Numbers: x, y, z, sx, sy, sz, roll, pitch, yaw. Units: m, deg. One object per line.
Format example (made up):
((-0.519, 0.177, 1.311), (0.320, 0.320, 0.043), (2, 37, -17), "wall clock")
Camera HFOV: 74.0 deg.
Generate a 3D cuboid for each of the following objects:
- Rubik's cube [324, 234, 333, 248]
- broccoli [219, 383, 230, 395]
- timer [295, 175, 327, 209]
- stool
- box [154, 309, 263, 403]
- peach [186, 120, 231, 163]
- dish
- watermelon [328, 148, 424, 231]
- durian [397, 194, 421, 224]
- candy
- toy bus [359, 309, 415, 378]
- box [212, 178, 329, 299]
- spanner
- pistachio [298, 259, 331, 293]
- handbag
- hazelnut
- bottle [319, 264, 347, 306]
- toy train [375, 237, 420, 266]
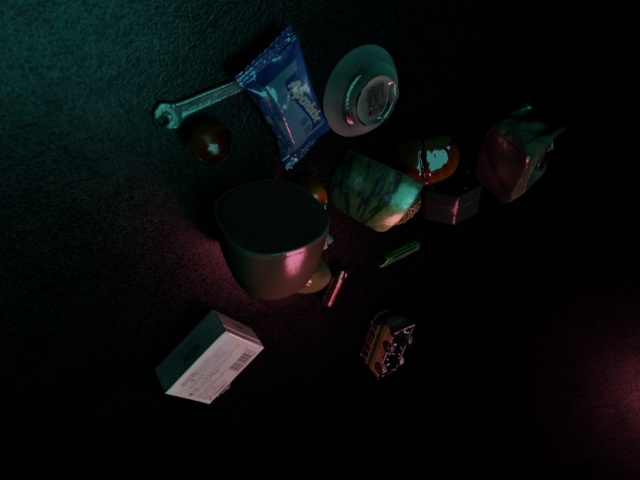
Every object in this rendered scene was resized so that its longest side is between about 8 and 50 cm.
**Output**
((0.001, -0.002, 1.411), (0.075, 0.073, 0.084), (-39, 137, -7), "Rubik's cube")
((-0.359, 0.505, 1.538), (0.095, 0.096, 0.092), (-27, -176, 10), "broccoli")
((-0.025, -0.115, 1.261), (0.099, 0.136, 0.136), (-25, 136, -30), "timer")
((0.463, -0.176, 1.553), (0.232, 0.232, 0.141), (-28, 135, -20), "stool")
((-0.359, 0.385, 1.390), (0.274, 0.116, 0.203), (-46, 139, 2), "box")
((-0.256, -0.230, 0.992), (0.101, 0.101, 0.100), (-23, 134, -25), "peach")
((0.137, -0.400, 1.189), (0.260, 0.085, 0.260), (-23, 135, -25), "dish")
((0.164, -0.173, 1.380), (0.262, 0.201, 0.212), (29, 110, -3), "watermelon")
((0.283, -0.128, 1.499), (0.158, 0.137, 0.168), (-4, 134, -36), "durian")
((-0.079, -0.336, 1.061), (0.187, 0.077, 0.331), (-45, 149, -10), "candy")
((0.302, 0.468, 1.970), (0.143, 0.179, 0.305), (-13, 130, -34), "toy bus")
((-0.131, 0.005, 1.144), (0.301, 0.301, 0.216), (-21, 138, -26), "box")
((-0.239, -0.337, 0.976), (0.302, 0.017, 0.071), (-31, 139, -15), "spanner")
((-0.051, 0.111, 1.428), (0.226, 0.136, 0.135), (10, 116, -51), "pistachio")
((0.759, -0.340, 1.638), (0.240, 0.247, 0.340), (-33, 150, -11), "handbag")
((0.350, -0.261, 1.406), (0.212, 0.181, 0.180), (-7, 113, 16), "hazelnut")
((0.051, 0.169, 1.605), (0.060, 0.060, 0.164), (1, 121, -41), "bottle")
((0.315, 0.048, 1.738), (0.209, 0.044, 0.042), (-24, 135, -24), "toy train")
